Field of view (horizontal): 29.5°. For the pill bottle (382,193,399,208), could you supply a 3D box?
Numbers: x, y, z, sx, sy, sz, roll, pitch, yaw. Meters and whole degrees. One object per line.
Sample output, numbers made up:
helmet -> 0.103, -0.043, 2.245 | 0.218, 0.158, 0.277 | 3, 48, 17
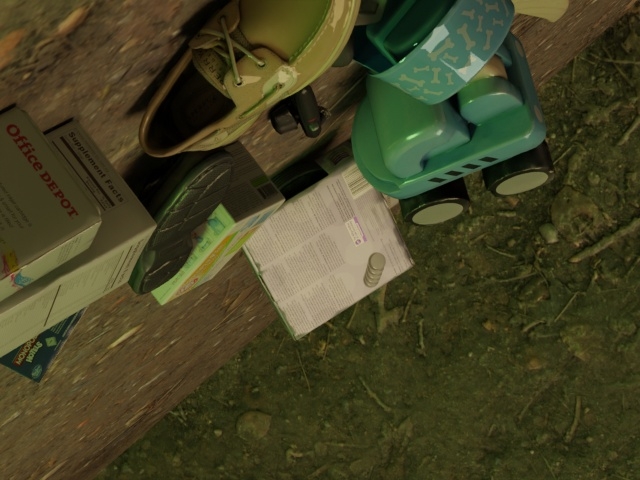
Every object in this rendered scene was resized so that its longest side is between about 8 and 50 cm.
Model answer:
pill bottle -> 0.014, -0.057, 2.098 | 0.229, 0.131, 0.131 | -36, 172, -17

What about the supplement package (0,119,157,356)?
supplement package -> -0.298, 0.018, 1.131 | 0.244, 0.134, 0.139 | -33, 170, -33

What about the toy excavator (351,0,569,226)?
toy excavator -> 0.189, -0.216, 1.678 | 0.433, 0.222, 0.445 | -22, 159, 27

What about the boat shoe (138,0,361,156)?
boat shoe -> -0.075, -0.173, 1.169 | 0.302, 0.109, 0.098 | -38, 175, 42

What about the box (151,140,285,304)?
box -> -0.162, -0.021, 1.626 | 0.114, 0.103, 0.203 | -29, 168, -50

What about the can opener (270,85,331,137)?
can opener -> -0.023, -0.171, 1.561 | 0.073, 0.059, 0.186 | -37, 172, -8

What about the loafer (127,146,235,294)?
loafer -> -0.194, -0.040, 1.472 | 0.109, 0.095, 0.302 | -29, 164, -35

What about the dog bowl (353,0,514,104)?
dog bowl -> 0.117, -0.233, 1.317 | 0.166, 0.074, 0.297 | -50, -163, 7

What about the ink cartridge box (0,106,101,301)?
ink cartridge box -> -0.291, -0.012, 1.015 | 0.175, 0.127, 0.072 | -34, 172, -29

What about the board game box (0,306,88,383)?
board game box -> -0.291, 0.039, 1.399 | 0.194, 0.060, 0.194 | -57, -164, 8

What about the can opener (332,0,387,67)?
can opener -> 0.040, -0.252, 1.209 | 0.076, 0.095, 0.283 | 2, 169, -4

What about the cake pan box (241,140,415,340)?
cake pan box -> 0.000, 0.000, 1.994 | 0.246, 0.267, 0.070 | -34, -145, -9
